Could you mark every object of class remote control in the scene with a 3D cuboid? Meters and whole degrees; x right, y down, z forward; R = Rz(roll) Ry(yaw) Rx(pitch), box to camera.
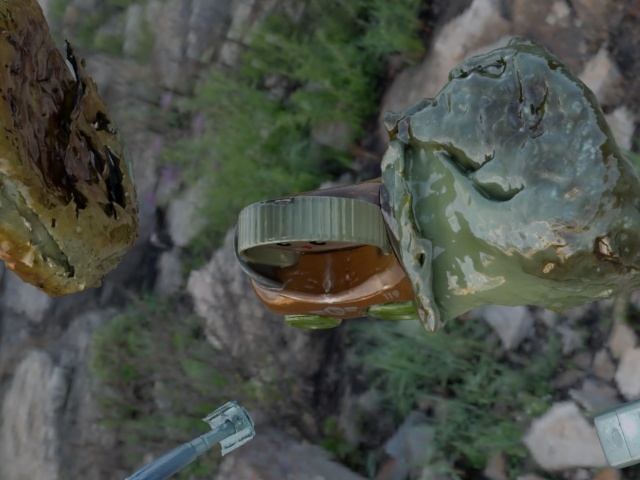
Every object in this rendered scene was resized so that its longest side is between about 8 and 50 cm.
[{"bbox_3d":[0.277,0.154,1.070,0.124,0.017,0.053,-35,69,51],"label":"remote control"}]

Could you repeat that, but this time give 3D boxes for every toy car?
[{"bbox_3d":[0.000,0.000,1.320,0.235,0.235,0.145,-17,68,51],"label":"toy car"}]

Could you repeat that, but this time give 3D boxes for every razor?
[{"bbox_3d":[-0.127,0.193,1.145,0.040,0.135,0.068,59,141,6],"label":"razor"}]

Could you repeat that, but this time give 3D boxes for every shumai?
[{"bbox_3d":[0.100,-0.016,0.734,0.142,0.184,0.184,-34,39,-2],"label":"shumai"}]

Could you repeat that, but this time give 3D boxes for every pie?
[{"bbox_3d":[-0.241,-0.085,1.110,0.085,0.308,0.308,-19,55,14],"label":"pie"}]
